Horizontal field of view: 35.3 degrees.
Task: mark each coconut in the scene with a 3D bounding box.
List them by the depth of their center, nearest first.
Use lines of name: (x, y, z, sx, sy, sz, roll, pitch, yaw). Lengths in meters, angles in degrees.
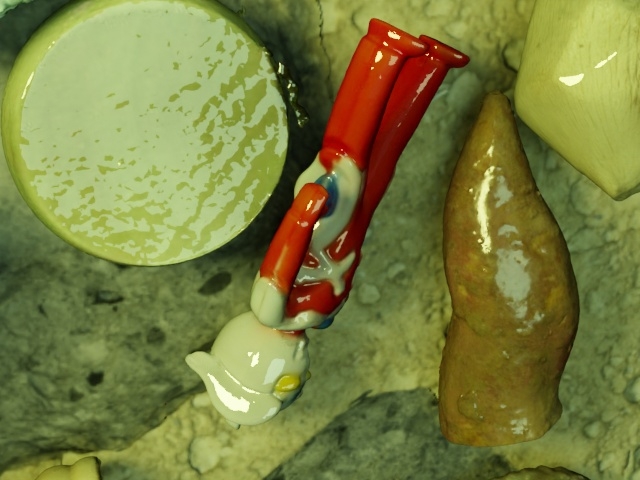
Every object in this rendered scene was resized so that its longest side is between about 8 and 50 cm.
coconut: (0.274, -0.141, 0.861, 0.224, 0.224, 0.224, -5, 109, -16)

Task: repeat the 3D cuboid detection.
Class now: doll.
doll: (0.000, 0.000, 0.849, 0.099, 0.188, 0.384, 34, 109, 16)

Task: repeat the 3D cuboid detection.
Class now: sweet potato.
sweet potato: (0.176, 0.031, 0.932, 0.131, 0.131, 0.336, -6, 110, -16)

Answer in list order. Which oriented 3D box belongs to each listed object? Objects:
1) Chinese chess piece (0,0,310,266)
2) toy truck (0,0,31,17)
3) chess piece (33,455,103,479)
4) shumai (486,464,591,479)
Chinese chess piece: (-0.134, -0.091, 0.808, 0.238, 0.092, 0.237, -5, 108, -15)
toy truck: (-0.325, -0.263, 0.668, 0.162, 0.136, 0.305, -36, 113, -2)
chess piece: (-0.374, 0.281, 0.845, 0.397, 0.117, 0.117, -10, 110, -13)
shumai: (0.216, 0.421, 0.983, 0.217, 0.283, 0.346, 24, 101, -25)
